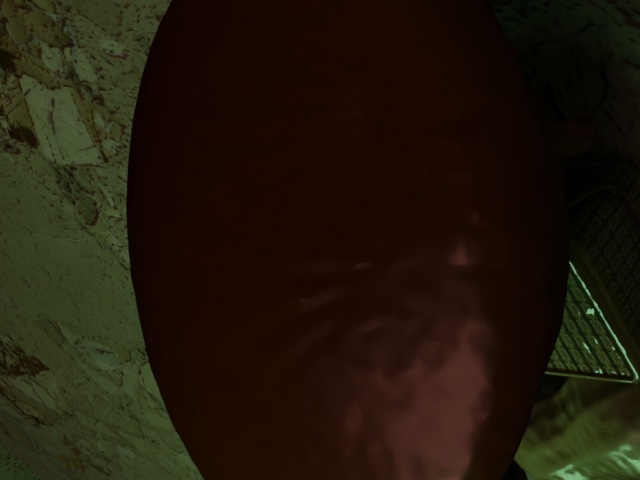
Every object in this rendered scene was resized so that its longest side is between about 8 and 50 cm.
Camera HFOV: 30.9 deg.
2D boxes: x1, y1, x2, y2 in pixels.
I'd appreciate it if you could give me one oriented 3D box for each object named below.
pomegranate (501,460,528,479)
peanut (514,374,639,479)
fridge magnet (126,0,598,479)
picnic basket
[{"bbox_3d":[0.048,0.210,0.944,0.260,0.260,0.260,29,151,18],"label":"pomegranate"},{"bbox_3d":[0.192,0.121,0.783,0.098,0.090,0.214,48,151,-4],"label":"peanut"},{"bbox_3d":[0.000,0.000,0.644,0.363,0.155,0.364,7,99,54],"label":"fridge magnet"},{"bbox_3d":[0.133,0.018,0.712,0.164,0.079,0.115,0,134,50],"label":"picnic basket"}]
